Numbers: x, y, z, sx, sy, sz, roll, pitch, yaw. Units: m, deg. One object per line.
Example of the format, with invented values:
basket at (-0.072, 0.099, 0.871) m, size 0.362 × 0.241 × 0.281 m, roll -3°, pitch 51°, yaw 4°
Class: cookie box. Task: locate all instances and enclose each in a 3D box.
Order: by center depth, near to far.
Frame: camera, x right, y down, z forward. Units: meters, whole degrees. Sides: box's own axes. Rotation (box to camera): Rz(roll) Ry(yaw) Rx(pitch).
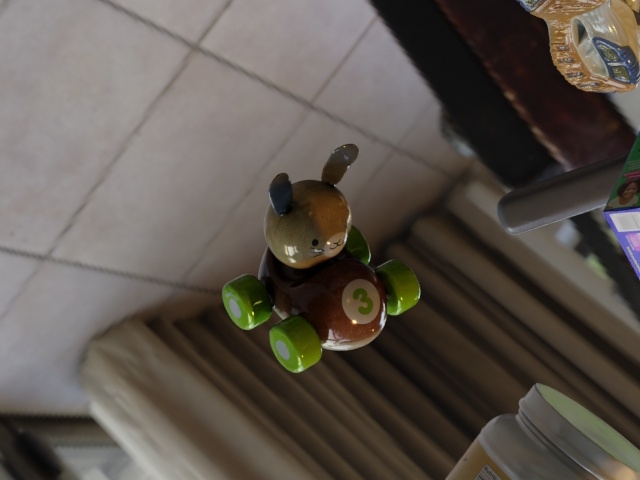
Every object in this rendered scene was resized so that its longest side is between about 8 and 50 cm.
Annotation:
cookie box at (0.286, -0.031, 1.170) m, size 0.092 × 0.040 × 0.107 m, roll 55°, pitch 48°, yaw -31°

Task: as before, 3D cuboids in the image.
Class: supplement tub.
supplement tub at (0.244, 0.354, 1.683) m, size 0.316 × 0.228 × 0.228 m, roll -54°, pitch 155°, yaw 8°

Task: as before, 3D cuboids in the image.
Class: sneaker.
sneaker at (0.259, -0.275, 1.378) m, size 0.296 × 0.112 × 0.131 m, roll 55°, pitch 51°, yaw -54°

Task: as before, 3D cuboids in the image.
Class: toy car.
toy car at (0.000, 0.000, 1.322) m, size 0.155 × 0.149 × 0.188 m, roll -28°, pitch 137°, yaw -29°

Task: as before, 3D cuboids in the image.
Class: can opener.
can opener at (0.327, -0.054, 1.469) m, size 0.280 × 0.093 × 0.074 m, roll -15°, pitch -178°, yaw 17°
